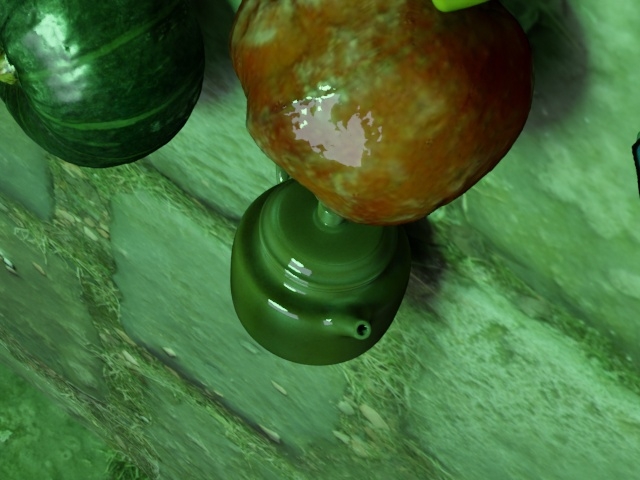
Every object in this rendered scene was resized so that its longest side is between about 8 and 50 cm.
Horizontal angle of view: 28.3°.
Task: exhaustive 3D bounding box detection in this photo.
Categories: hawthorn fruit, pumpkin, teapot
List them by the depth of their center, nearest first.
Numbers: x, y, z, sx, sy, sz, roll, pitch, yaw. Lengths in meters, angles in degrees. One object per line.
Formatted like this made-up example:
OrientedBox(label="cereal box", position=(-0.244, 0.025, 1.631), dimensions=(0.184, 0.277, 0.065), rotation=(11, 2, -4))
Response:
OrientedBox(label="hawthorn fruit", position=(0.070, -0.150, 0.979), dimensions=(0.271, 0.242, 0.242), rotation=(-32, 106, 30))
OrientedBox(label="pumpkin", position=(-0.242, -0.221, 1.275), dimensions=(0.300, 0.207, 0.300), rotation=(46, 161, 21))
OrientedBox(label="teapot", position=(0.000, 0.000, 1.298), dimensions=(0.175, 0.185, 0.268), rotation=(106, 149, -54))

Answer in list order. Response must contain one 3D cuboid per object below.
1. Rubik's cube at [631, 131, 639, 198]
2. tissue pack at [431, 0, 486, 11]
OrientedBox(label="Rubik's cube", position=(0.333, -0.028, 0.946), dimensions=(0.250, 0.284, 0.234), rotation=(21, -170, -35))
OrientedBox(label="tissue pack", position=(0.093, -0.246, 0.832), dimensions=(0.123, 0.127, 0.178), rotation=(55, -169, -47))
